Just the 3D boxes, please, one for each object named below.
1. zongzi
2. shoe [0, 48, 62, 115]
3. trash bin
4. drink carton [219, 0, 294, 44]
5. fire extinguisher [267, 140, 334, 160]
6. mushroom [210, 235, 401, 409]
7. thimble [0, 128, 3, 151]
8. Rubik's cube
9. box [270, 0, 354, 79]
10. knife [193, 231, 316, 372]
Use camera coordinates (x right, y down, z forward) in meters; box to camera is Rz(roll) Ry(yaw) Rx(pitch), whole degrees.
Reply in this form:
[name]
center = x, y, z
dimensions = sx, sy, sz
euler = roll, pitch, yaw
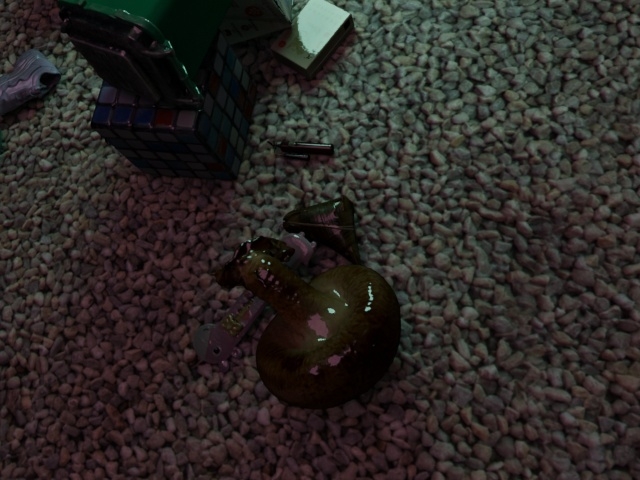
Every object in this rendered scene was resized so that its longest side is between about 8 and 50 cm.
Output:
[zongzi]
center = 0.000, 0.000, 1.496
dimensions = 0.187, 0.084, 0.184
euler = -13, 80, 17
[shoe]
center = -0.888, -0.455, 1.856
dimensions = 0.138, 0.095, 0.245
euler = 31, 76, 24
[trash bin]
center = -0.331, -0.511, 1.341
dimensions = 0.295, 0.259, 0.381
euler = 22, 75, 19
[drink carton]
center = -0.254, -0.642, 1.671
dimensions = 0.325, 0.194, 0.132
euler = -9, 67, 23
[fire extinguisher]
center = -0.052, -0.234, 1.607
dimensions = 0.173, 0.035, 0.049
euler = 6, 112, 16
[mushroom]
center = 0.000, 0.155, 1.317
dimensions = 0.331, 0.356, 0.334
euler = -24, 23, -22
[thimble]
center = -1.052, -0.281, 1.815
dimensions = 0.198, 0.143, 0.235
euler = 37, 85, 21
[Rubik's cube]
center = -0.360, -0.342, 1.578
dimensions = 0.293, 0.292, 0.286
euler = 5, 74, 17
[box]
center = -0.021, -0.555, 1.685
dimensions = 0.141, 0.058, 0.201
euler = 34, 83, 21
[knife]
center = -0.160, 0.139, 1.478
dimensions = 0.132, 0.038, 0.398
euler = 40, 95, 15
